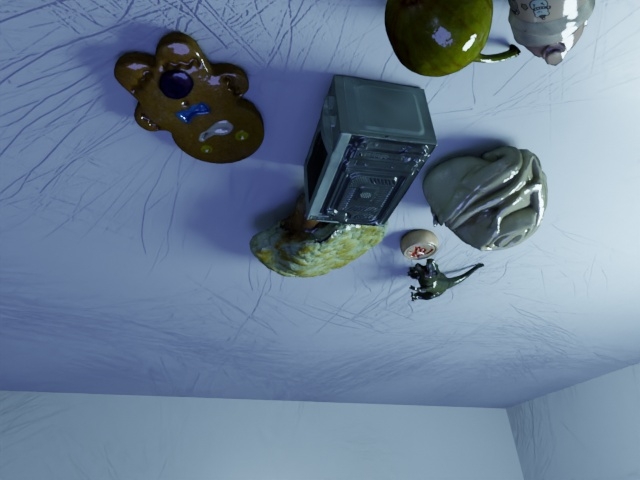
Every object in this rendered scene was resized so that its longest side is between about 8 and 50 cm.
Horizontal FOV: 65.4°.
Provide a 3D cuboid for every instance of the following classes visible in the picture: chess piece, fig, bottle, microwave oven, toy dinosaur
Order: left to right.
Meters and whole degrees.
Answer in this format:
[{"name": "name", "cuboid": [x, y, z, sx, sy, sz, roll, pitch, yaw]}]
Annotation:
[{"name": "microwave oven", "cuboid": [0.066, -0.125, 0.766, 0.162, 0.122, 0.208, 5, 148, -14]}, {"name": "chess piece", "cuboid": [0.216, 0.010, 1.091, 0.084, 0.038, 0.083, -2, 149, -1]}, {"name": "toy dinosaur", "cuboid": [0.297, 0.093, 1.169, 0.179, 0.087, 0.187, -6, 169, 17]}, {"name": "fig", "cuboid": [0.173, -0.251, 0.608, 0.236, 0.124, 0.124, 0, 154, -47]}, {"name": "bottle", "cuboid": [0.262, -0.277, 0.570, 0.099, 0.099, 0.152, -18, 147, 21]}]

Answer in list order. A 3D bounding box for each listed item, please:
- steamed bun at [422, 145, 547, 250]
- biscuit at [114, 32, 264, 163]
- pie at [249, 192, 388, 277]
[{"name": "steamed bun", "cuboid": [0.303, -0.055, 0.893, 0.211, 0.144, 0.218, -17, 146, 21]}, {"name": "biscuit", "cuboid": [-0.173, -0.187, 0.716, 0.180, 0.039, 0.236, -18, 148, 19]}, {"name": "pie", "cuboid": [0.005, 0.002, 0.991, 0.257, 0.105, 0.274, 10, 148, -39]}]
